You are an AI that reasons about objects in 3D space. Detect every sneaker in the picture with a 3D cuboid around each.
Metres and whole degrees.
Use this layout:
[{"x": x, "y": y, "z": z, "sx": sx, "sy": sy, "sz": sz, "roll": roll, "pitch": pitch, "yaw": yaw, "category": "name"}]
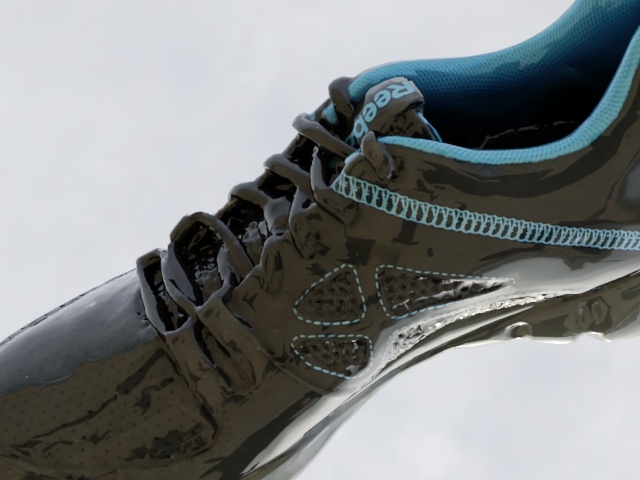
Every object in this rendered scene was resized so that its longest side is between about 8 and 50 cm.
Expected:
[{"x": 0.000, "y": 0.000, "z": 0.608, "sx": 0.341, "sy": 0.125, "sz": 0.139, "roll": -25, "pitch": -44, "yaw": -4, "category": "sneaker"}]
